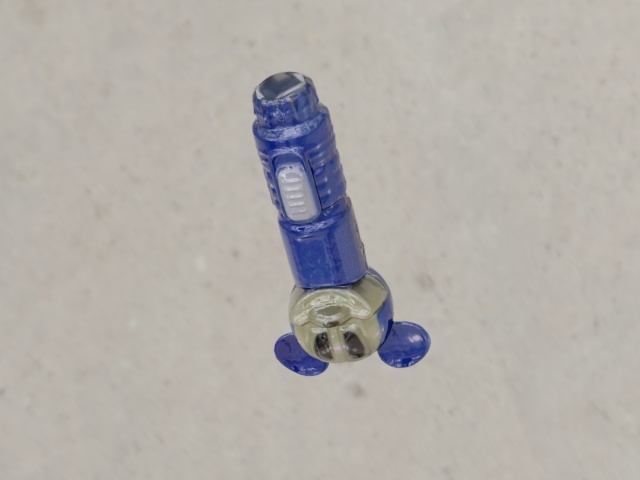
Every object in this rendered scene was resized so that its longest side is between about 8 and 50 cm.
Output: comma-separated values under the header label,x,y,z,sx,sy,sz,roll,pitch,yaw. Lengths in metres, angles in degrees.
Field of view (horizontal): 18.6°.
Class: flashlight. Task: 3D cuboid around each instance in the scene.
label,x,y,z,sx,sy,sz,roll,pitch,yaw
flashlight,0.000,0.000,0.669,0.057,0.121,0.035,-6,33,14
